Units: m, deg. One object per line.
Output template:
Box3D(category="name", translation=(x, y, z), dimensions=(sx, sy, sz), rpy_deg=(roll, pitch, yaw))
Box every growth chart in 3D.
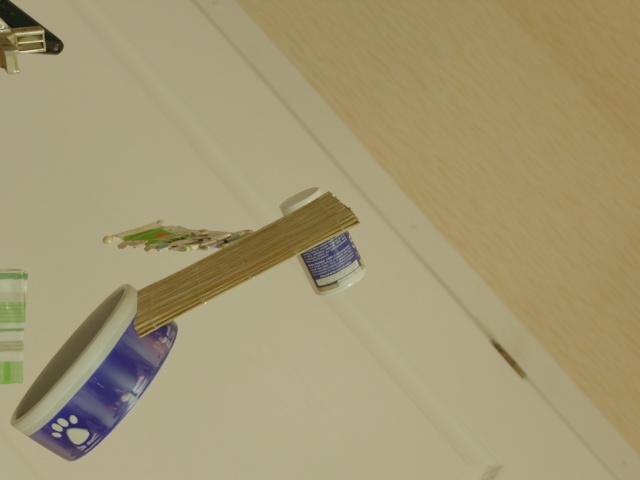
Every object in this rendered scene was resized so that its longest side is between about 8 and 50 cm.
Box3D(category="growth chart", translation=(-0.223, -0.005, 1.159), dimensions=(0.238, 0.021, 0.172), rpy_deg=(4, -166, 17))

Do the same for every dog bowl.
Box3D(category="dog bowl", translation=(-0.344, 0.199, 1.067), dimensions=(0.265, 0.104, 0.265), rpy_deg=(-43, -163, 17))

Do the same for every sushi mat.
Box3D(category="sushi mat", translation=(-0.103, 0.023, 0.931), dimensions=(0.317, 0.019, 0.151), rpy_deg=(-28, -161, -6))

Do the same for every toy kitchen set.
Box3D(category="toy kitchen set", translation=(-0.415, -0.282, 0.962), dimensions=(0.075, 0.083, 0.068), rpy_deg=(-18, 133, -32))

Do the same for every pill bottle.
Box3D(category="pill bottle", translation=(0.000, 0.000, 1.308), dimensions=(0.112, 0.186, 0.112), rpy_deg=(-24, -165, 7))

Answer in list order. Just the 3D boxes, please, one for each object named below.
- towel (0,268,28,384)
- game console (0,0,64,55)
Box3D(category="towel", translation=(-0.437, 0.110, 0.884), dimensions=(0.113, 0.151, 0.023), rpy_deg=(2, -177, -20))
Box3D(category="game console", translation=(-0.723, -0.454, 1.288), dimensions=(0.060, 0.342, 0.386), rpy_deg=(-61, 168, 21))
